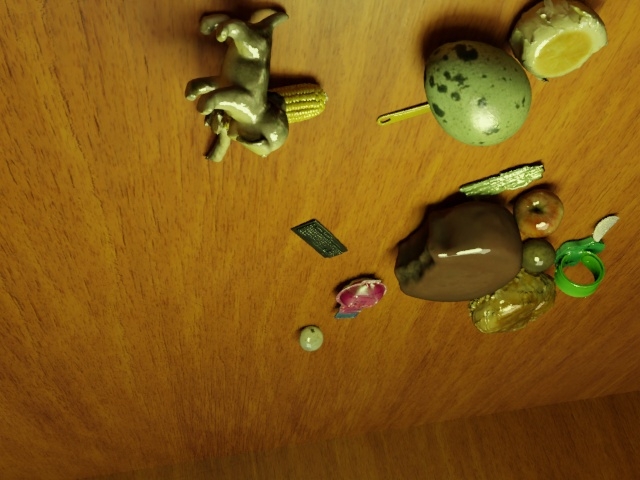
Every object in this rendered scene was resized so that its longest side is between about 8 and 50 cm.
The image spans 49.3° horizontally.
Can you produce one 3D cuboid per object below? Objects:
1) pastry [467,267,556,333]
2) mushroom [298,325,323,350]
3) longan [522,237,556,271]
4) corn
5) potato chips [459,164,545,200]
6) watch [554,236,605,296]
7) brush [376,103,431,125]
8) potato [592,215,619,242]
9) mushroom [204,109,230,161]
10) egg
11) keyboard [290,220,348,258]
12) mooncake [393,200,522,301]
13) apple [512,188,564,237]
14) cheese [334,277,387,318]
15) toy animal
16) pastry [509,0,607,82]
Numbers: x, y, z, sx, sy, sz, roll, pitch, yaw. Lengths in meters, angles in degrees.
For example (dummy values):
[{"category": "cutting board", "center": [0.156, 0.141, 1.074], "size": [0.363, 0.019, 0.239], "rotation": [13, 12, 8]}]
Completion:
[{"category": "pastry", "center": [0.580, 0.174, 2.137], "size": [0.255, 0.162, 0.311], "rotation": [-42, 150, 25]}, {"category": "mushroom", "center": [-0.037, 0.312, 2.243], "size": [0.085, 0.085, 0.079], "rotation": [11, -175, -34]}, {"category": "longan", "center": [0.620, 0.047, 1.999], "size": [0.106, 0.106, 0.119], "rotation": [-15, 142, 5]}, {"category": "corn", "center": [-0.081, -0.242, 1.262], "size": [0.206, 0.067, 0.067], "rotation": [-15, 152, -21]}, {"category": "potato chips", "center": [0.444, -0.136, 1.697], "size": [0.207, 0.028, 0.092], "rotation": [-20, 148, 10]}, {"category": "watch", "center": [0.780, 0.080, 2.066], "size": [0.165, 0.152, 0.131], "rotation": [-9, 147, -3]}, {"category": "brush", "center": [0.213, -0.268, 1.409], "size": [0.205, 0.011, 0.083], "rotation": [-16, 151, 7]}, {"category": "potato", "center": [0.805, -0.043, 1.988], "size": [0.037, 0.036, 0.093], "rotation": [32, 118, -3]}, {"category": "mushroom", "center": [-0.196, -0.197, 1.334], "size": [0.060, 0.061, 0.187], "rotation": [22, 149, -2]}, {"category": "egg", "center": [0.280, -0.272, 1.269], "size": [0.228, 0.177, 0.177], "rotation": [34, 128, -31]}, {"category": "keyboard", "center": [0.000, 0.002, 1.778], "size": [0.074, 0.015, 0.196], "rotation": [-22, 148, 17]}, {"category": "mooncake", "center": [0.348, 0.032, 1.795], "size": [0.333, 0.174, 0.326], "rotation": [-9, 153, 14]}, {"category": "apple", "center": [0.552, -0.066, 1.762], "size": [0.126, 0.126, 0.102], "rotation": [-24, 154, 19]}, {"category": "cheese", "center": [0.110, 0.173, 2.059], "size": [0.155, 0.062, 0.244], "rotation": [0, 149, -19]}, {"category": "toy animal", "center": [-0.129, -0.253, 1.131], "size": [0.168, 0.121, 0.233], "rotation": [-5, 109, -29]}, {"category": "pastry", "center": [0.424, -0.363, 1.252], "size": [0.165, 0.088, 0.166], "rotation": [-10, 151, -6]}]
